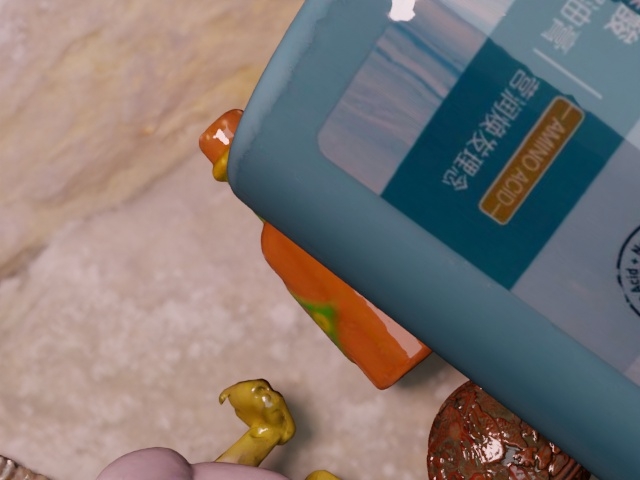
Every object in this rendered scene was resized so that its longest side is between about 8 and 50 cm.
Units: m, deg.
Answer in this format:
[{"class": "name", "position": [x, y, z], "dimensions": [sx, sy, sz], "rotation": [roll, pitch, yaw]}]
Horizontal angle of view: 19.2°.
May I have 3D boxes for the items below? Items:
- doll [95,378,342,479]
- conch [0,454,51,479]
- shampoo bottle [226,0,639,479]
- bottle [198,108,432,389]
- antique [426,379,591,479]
[{"class": "doll", "position": [-0.107, 0.226, 1.005], "dimensions": [0.160, 0.094, 0.365], "rotation": [52, 58, -10]}, {"class": "conch", "position": [-0.237, 0.197, 1.070], "dimensions": [0.245, 0.163, 0.178], "rotation": [-19, 72, -28]}, {"class": "shampoo bottle", "position": [0.175, -0.059, 0.986], "dimensions": [0.342, 0.331, 0.331], "rotation": [37, 88, 4]}, {"class": "bottle", "position": [0.000, 0.000, 1.117], "dimensions": [0.069, 0.069, 0.187], "rotation": [-41, 85, -2]}, {"class": "antique", "position": [0.109, 0.123, 1.089], "dimensions": [0.104, 0.104, 0.104], "rotation": [0, 86, 1]}]
